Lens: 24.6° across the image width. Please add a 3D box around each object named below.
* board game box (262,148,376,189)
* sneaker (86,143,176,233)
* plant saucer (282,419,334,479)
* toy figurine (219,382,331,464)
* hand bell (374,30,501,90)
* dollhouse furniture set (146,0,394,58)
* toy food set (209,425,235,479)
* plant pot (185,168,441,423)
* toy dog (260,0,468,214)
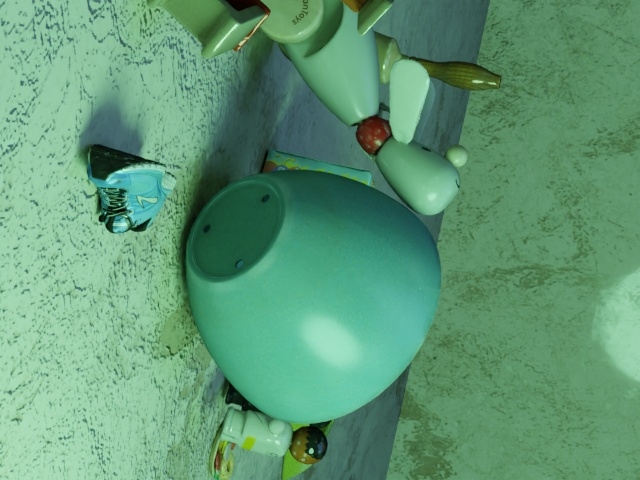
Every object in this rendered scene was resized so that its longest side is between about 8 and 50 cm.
[{"bbox_3d":[0.000,0.000,1.987,0.275,0.144,0.142,62,43,-71],"label":"board game box"},{"bbox_3d":[-0.175,-0.040,1.347,0.162,0.063,0.073,41,66,-76],"label":"sneaker"},{"bbox_3d":[-0.009,0.286,2.481,0.188,0.045,0.188,-58,157,-57],"label":"plant saucer"},{"bbox_3d":[-0.033,0.169,1.876,0.209,0.148,0.213,-92,-162,-75],"label":"toy figurine"},{"bbox_3d":[0.141,-0.250,2.126,0.126,0.242,0.126,14,90,-78],"label":"hand bell"},{"bbox_3d":[-0.038,-0.294,1.323,0.259,0.262,0.135,-45,-175,27],"label":"dollhouse furniture set"},{"bbox_3d":[-0.130,0.286,1.993,0.082,0.020,0.083,30,74,-77],"label":"toy food set"},{"bbox_3d":[-0.038,0.033,1.646,0.195,0.290,0.290,41,58,-43],"label":"plant pot"},{"bbox_3d":[0.070,-0.204,1.724,0.161,0.334,0.220,-39,-167,5],"label":"toy dog"}]
